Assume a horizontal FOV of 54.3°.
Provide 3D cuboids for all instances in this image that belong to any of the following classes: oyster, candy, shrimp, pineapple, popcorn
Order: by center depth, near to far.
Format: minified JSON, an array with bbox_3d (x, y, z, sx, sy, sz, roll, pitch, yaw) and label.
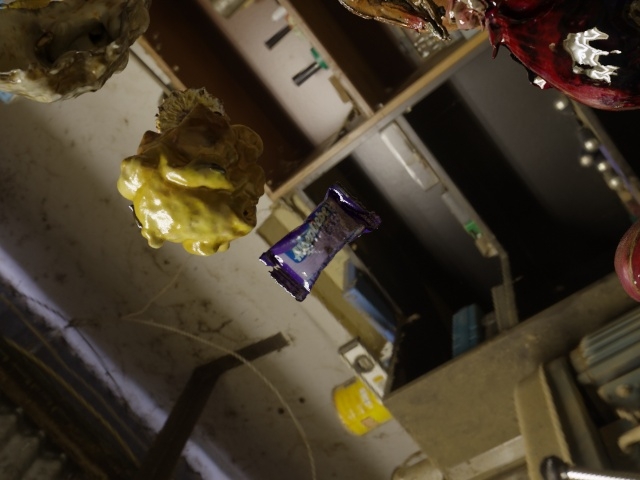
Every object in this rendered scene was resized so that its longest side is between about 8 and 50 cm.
[{"bbox_3d":[-0.326,-0.260,0.830,0.166,0.110,0.341,11,-145,4],"label":"oyster"},{"bbox_3d":[0.135,-0.476,1.221,0.294,0.154,0.062,36,162,5],"label":"shrimp"},{"bbox_3d":[-0.257,-0.127,1.281,0.297,0.281,0.315,7,-97,-31],"label":"popcorn"},{"bbox_3d":[0.000,0.000,1.415,0.145,0.275,0.070,46,175,-7],"label":"candy"},{"bbox_3d":[-0.332,-0.297,1.604,0.221,0.221,0.047,59,172,11],"label":"pineapple"}]

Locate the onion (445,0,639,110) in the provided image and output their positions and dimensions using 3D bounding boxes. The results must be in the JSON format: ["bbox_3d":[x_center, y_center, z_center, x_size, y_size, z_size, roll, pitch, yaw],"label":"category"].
[{"bbox_3d":[0.298,-0.260,0.663,0.281,0.281,0.221,62,176,19],"label":"onion"}]

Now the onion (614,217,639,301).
[{"bbox_3d":[0.541,0.006,0.886,0.248,0.248,0.161,-16,-77,-67],"label":"onion"}]

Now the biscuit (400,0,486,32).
[{"bbox_3d":[0.333,-0.655,1.440,0.078,0.455,0.349,-74,-36,-53],"label":"biscuit"}]

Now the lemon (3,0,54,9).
[{"bbox_3d":[-0.491,-0.372,1.098,0.133,0.109,0.109,21,-144,-27],"label":"lemon"}]
